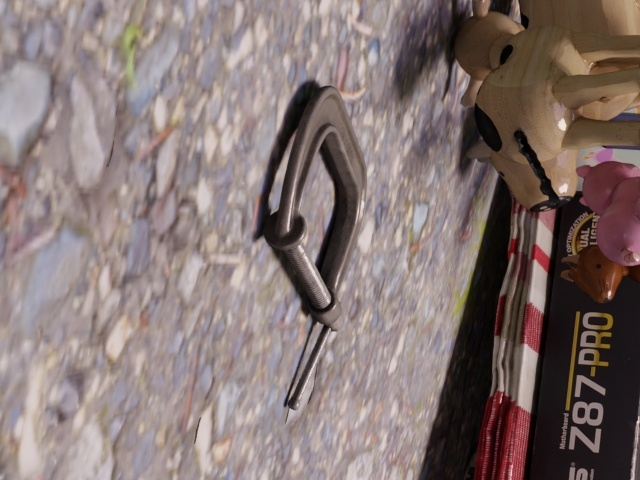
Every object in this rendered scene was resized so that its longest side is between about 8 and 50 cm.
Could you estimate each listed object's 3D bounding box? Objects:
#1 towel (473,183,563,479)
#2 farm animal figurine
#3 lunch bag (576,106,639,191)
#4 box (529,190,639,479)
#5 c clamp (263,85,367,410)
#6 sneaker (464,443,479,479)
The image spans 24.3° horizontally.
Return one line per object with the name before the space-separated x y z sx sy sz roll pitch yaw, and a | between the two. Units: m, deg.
towel | 0.188 0.110 1.280 0.237 0.037 0.329 33 62 -64
farm animal figurine | 0.179 -0.112 1.046 0.330 0.172 0.327 47 45 -59
lunch bag | 0.335 -0.148 1.359 0.223 0.262 0.160 79 -12 -47
box | 0.287 0.164 1.360 0.395 0.097 0.318 38 57 -63
c clamp | 0.000 0.000 0.795 0.161 0.022 0.137 71 37 -58
sneaker | 0.164 0.238 1.390 0.071 0.068 0.170 -101 -179 -51
